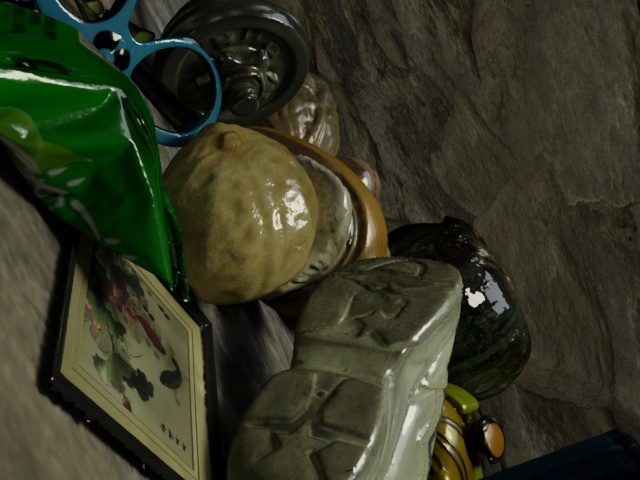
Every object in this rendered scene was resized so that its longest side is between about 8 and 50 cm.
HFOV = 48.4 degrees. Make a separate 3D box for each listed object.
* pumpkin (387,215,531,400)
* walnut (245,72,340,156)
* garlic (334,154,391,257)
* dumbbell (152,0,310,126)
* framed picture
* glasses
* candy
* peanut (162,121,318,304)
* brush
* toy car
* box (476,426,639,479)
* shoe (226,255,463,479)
[{"bbox_3d":[0.274,0.162,1.629,0.454,0.344,0.454,61,4,-7],"label":"pumpkin"},{"bbox_3d":[-0.049,-0.189,1.191,0.178,0.178,0.230,58,16,-46],"label":"walnut"},{"bbox_3d":[0.000,0.000,0.976,0.245,0.161,0.244,-20,114,-58],"label":"garlic"},{"bbox_3d":[-0.138,-0.304,0.851,0.179,0.179,0.406,53,15,-59],"label":"dumbbell"},{"bbox_3d":[-0.118,0.075,0.493,0.199,0.010,0.195,-105,168,-49],"label":"framed picture"},{"bbox_3d":[-0.173,-0.210,0.621,0.206,0.102,0.239,-105,168,-45],"label":"glasses"},{"bbox_3d":[-0.145,-0.066,0.457,0.203,0.078,0.141,55,18,-37],"label":"candy"},{"bbox_3d":[-0.074,-0.026,0.620,0.109,0.141,0.159,-38,-110,54],"label":"peanut"},{"bbox_3d":[-0.051,-0.044,0.783,0.266,0.174,0.166,56,11,29],"label":"brush"},{"bbox_3d":[0.124,0.303,0.879,0.142,0.200,0.247,0,73,-50],"label":"toy car"},{"bbox_3d":[0.077,0.265,0.312,0.278,0.262,0.116,68,11,10],"label":"box"},{"bbox_3d":[0.041,0.163,0.635,0.342,0.132,0.210,-54,142,-49],"label":"shoe"}]
